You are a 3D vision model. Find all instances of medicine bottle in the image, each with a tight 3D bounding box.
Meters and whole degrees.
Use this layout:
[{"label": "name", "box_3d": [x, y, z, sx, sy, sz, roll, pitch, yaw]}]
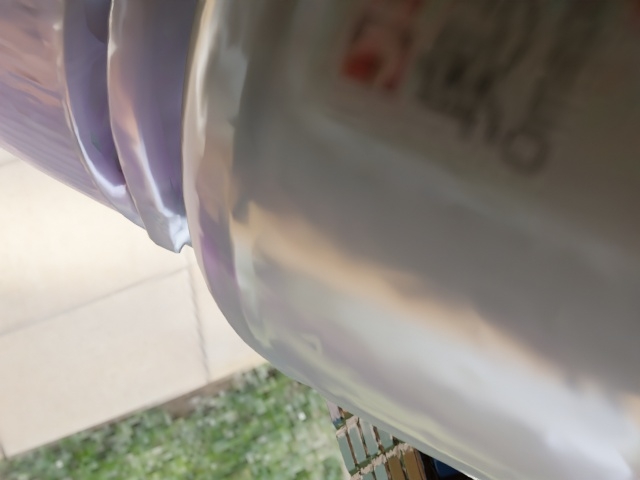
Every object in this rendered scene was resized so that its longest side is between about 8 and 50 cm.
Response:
[{"label": "medicine bottle", "box_3d": [0.054, -0.069, 0.444, 0.256, 0.325, 0.256, -43, 148, -36]}]

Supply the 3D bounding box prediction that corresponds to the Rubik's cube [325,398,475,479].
[{"label": "Rubik's cube", "box_3d": [0.116, 0.112, 1.006, 0.182, 0.187, 0.184, -13, 164, -18]}]
